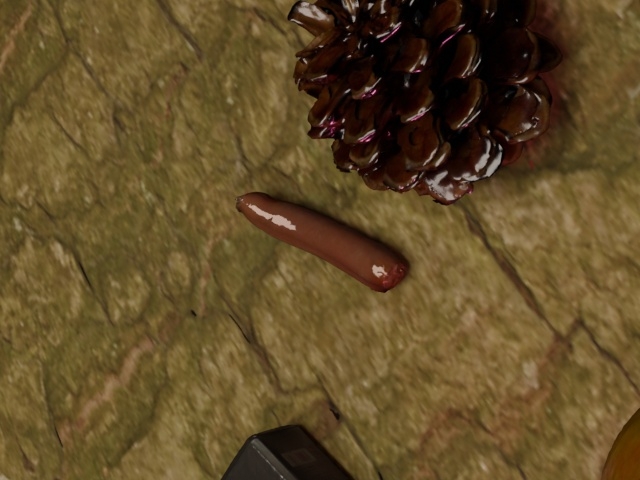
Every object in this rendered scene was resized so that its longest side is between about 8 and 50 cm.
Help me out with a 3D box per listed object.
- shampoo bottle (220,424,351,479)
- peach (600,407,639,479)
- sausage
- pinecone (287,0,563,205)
[{"bbox_3d":[0.017,0.280,1.510,0.246,0.080,0.079,44,118,24],"label":"shampoo bottle"},{"bbox_3d":[0.349,0.216,1.168,0.308,0.308,0.332,56,136,17],"label":"peach"},{"bbox_3d":[0.000,-0.001,1.517,0.177,0.047,0.040,27,120,27],"label":"sausage"},{"bbox_3d":[0.073,-0.142,1.367,0.221,0.221,0.221,3,96,34],"label":"pinecone"}]
